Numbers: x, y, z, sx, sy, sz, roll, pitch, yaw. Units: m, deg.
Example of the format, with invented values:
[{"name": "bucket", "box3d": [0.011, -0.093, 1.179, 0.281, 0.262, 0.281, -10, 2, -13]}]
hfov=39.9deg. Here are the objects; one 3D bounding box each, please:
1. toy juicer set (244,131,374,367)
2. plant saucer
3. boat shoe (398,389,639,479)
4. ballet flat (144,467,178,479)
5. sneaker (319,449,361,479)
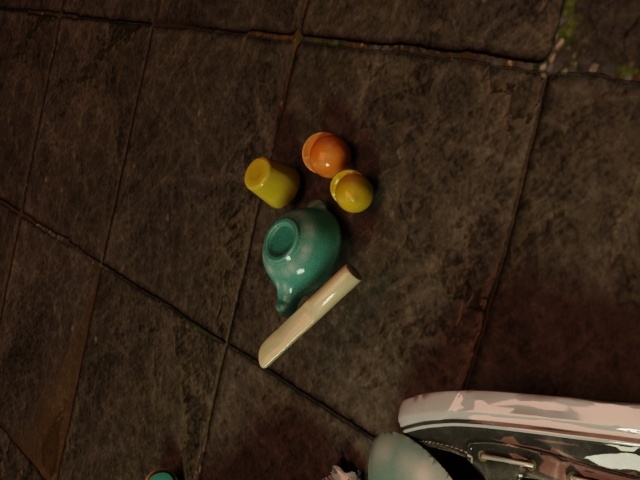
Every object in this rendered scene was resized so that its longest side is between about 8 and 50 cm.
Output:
[{"name": "toy juicer set", "box3d": [0.000, 0.000, 1.225, 0.209, 0.089, 0.329, -26, 55, 31]}, {"name": "plant saucer", "box3d": [0.106, 0.311, 1.000, 0.195, 0.037, 0.195, 39, 143, 38]}, {"name": "boat shoe", "box3d": [0.209, 0.216, 0.895, 0.335, 0.121, 0.119, -8, 73, 48]}, {"name": "ballet flat", "box3d": [-0.253, 0.498, 1.465, 0.073, 0.080, 0.232, 119, 147, -67]}, {"name": "sneaker", "box3d": [0.020, 0.315, 1.179, 0.098, 0.038, 0.069, -3, 80, 41]}]
